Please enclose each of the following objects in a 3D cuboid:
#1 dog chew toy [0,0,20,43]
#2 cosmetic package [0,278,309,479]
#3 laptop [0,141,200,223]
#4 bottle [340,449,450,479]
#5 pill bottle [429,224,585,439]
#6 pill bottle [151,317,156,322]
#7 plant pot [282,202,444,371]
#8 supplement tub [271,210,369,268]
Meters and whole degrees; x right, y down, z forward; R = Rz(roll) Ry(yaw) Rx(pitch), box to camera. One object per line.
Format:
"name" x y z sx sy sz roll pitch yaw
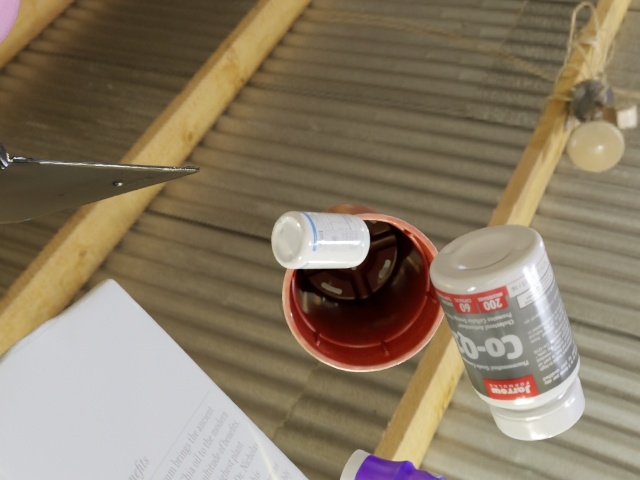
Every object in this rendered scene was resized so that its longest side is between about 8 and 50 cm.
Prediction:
"dog chew toy" -0.379 -0.348 0.847 0.206 0.206 0.332 27 -106 28
"cosmetic package" -0.086 0.268 0.547 0.161 0.453 0.230 -41 -175 19
"laptop" -0.427 -0.147 0.880 0.382 0.408 0.236 -11 -149 33
"bottle" 0.161 0.358 1.014 0.283 0.118 0.092 19 -104 25
"pill bottle" 0.274 0.134 1.116 0.161 0.283 0.161 -21 -159 8
"pill bottle" -0.264 0.195 0.901 0.229 0.131 0.131 -36 -126 -8
"plant pot" 0.063 0.057 1.398 0.272 0.272 0.265 -13 -165 -1
"supplement tub" 0.000 0.000 0.964 0.107 0.071 0.071 2 -143 -43
